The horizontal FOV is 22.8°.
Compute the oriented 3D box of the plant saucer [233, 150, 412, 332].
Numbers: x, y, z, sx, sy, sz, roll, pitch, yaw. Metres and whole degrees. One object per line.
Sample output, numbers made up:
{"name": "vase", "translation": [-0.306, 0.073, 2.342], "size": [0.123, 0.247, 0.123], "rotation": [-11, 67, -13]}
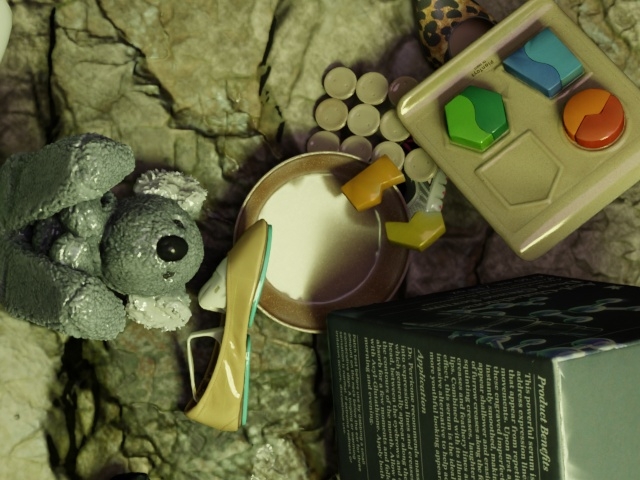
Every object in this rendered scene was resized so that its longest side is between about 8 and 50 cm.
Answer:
{"name": "plant saucer", "translation": [0.000, 0.000, 1.712], "size": [0.198, 0.036, 0.198], "rotation": [-2, 100, -14]}

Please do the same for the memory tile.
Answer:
{"name": "memory tile", "translation": [0.065, -0.127, 1.725], "size": [0.148, 0.012, 0.113], "rotation": [11, 82, 14]}

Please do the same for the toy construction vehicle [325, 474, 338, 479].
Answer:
{"name": "toy construction vehicle", "translation": [0.053, 0.294, 1.746], "size": [0.086, 0.035, 0.098], "rotation": [-26, 99, -20]}

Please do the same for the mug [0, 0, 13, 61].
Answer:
{"name": "mug", "translation": [-0.482, -0.184, 1.423], "size": [0.328, 0.276, 0.374], "rotation": [-43, 67, -9]}

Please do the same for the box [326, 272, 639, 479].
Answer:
{"name": "box", "translation": [0.233, 0.170, 1.599], "size": [0.293, 0.395, 0.212], "rotation": [-9, 99, -30]}

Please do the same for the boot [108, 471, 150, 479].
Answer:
{"name": "boot", "translation": [-0.134, 0.320, 1.639], "size": [0.246, 0.094, 0.207], "rotation": [-34, 105, -12]}

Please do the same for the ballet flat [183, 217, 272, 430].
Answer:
{"name": "ballet flat", "translation": [-0.099, 0.088, 1.648], "size": [0.073, 0.080, 0.232], "rotation": [8, 101, -5]}

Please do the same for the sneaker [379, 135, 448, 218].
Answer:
{"name": "sneaker", "translation": [0.103, -0.096, 1.753], "size": [0.075, 0.063, 0.170], "rotation": [11, 90, -27]}

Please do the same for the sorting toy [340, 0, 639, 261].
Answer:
{"name": "sorting toy", "translation": [0.185, -0.094, 1.648], "size": [0.307, 0.041, 0.229], "rotation": [-38, 69, -3]}

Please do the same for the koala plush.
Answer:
{"name": "koala plush", "translation": [-0.209, -0.001, 1.591], "size": [0.221, 0.203, 0.196], "rotation": [4, 88, -43]}

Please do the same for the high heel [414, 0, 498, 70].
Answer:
{"name": "high heel", "translation": [0.207, -0.196, 1.729], "size": [0.093, 0.186, 0.261], "rotation": [-39, 103, -17]}
